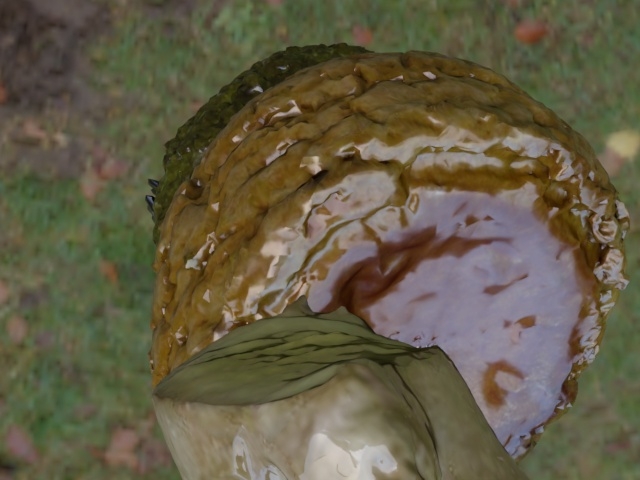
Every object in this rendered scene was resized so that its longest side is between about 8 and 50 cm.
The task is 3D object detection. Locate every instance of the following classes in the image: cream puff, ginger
[{"bbox_3d":[0.000,0.000,0.690,0.183,0.169,0.183,-16,127,-22],"label":"cream puff"},{"bbox_3d":[0.043,0.105,0.430,0.074,0.137,0.213,-30,106,4],"label":"ginger"}]
